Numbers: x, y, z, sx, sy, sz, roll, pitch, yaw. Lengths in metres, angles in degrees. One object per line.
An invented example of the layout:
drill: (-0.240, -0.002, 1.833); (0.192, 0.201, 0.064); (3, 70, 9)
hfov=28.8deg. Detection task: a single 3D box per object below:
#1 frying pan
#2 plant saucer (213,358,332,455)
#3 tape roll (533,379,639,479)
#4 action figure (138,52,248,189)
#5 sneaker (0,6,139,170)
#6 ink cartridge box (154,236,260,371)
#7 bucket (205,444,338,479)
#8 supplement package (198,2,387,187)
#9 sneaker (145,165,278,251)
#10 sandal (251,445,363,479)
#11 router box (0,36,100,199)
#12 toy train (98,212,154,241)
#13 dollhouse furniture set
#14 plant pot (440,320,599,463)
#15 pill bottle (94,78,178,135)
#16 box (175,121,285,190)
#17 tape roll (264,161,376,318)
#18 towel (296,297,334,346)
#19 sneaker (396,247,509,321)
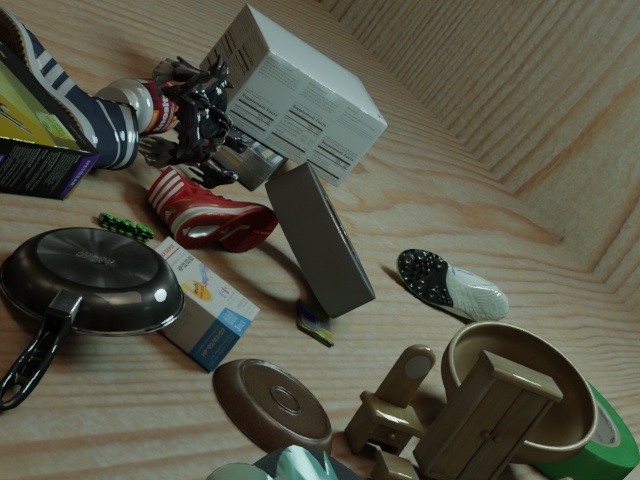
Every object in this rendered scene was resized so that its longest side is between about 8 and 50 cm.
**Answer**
frying pan: (-0.272, 0.055, 1.264); (0.197, 0.053, 0.326); (26, 26, 23)
plant saucer: (-0.048, 0.192, 1.444); (0.168, 0.029, 0.168); (34, 19, -14)
tape roll: (0.364, 0.267, 1.997); (0.321, 0.077, 0.321); (34, 19, -13)
action figure: (-0.186, -0.169, 1.768); (0.141, 0.164, 0.275); (13, -17, 11)
sneaker: (-0.351, -0.197, 1.666); (0.282, 0.099, 0.153); (52, 24, 21)
ink cartridge box: (-0.168, 0.061, 1.465); (0.181, 0.061, 0.104); (38, 18, -2)
bucket: (-0.064, 0.285, 0.808); (0.281, 0.281, 0.183); (8, 44, -58)
supplement package: (-0.049, -0.249, 2.132); (0.262, 0.145, 0.204); (30, 20, -30)
sneaker: (-0.154, -0.056, 1.742); (0.128, 0.087, 0.221); (49, 19, 23)
sandal: (-0.048, 0.264, 1.251); (0.254, 0.054, 0.097); (-1, 36, -50)
router box: (-0.443, -0.185, 1.488); (0.309, 0.081, 0.243); (47, 19, 23)
toy train: (-0.246, -0.018, 1.580); (0.083, 0.017, 0.024); (23, 14, -42)
dollhouse furniture set: (0.231, 0.300, 1.429); (0.303, 0.174, 0.355); (23, 21, -26)
plant pot: (0.264, 0.235, 1.771); (0.237, 0.109, 0.237); (19, 38, -15)
pill bottle: (-0.273, -0.196, 1.844); (0.086, 0.086, 0.152); (42, 19, 9)
box: (-0.141, -0.181, 2.115); (0.183, 0.056, 0.231); (40, 17, -1)
tape roll: (0.000, 0.000, 1.781); (0.219, 0.072, 0.219); (-26, 90, -87)
towel: (-0.007, 0.114, 1.741); (0.060, 0.009, 0.083); (33, 19, -17)
sneaker: (0.223, 0.080, 2.188); (0.237, 0.085, 0.086); (27, -5, -25)
